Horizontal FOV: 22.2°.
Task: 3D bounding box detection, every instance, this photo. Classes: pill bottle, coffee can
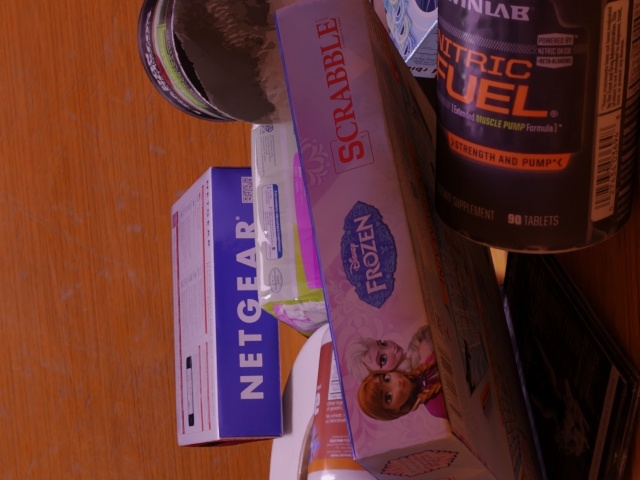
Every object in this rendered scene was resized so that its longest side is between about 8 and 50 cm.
[{"bbox_3d":[0.136,-0.126,1.012,0.130,0.130,0.245,-109,16,-62],"label":"pill bottle"},{"bbox_3d":[0.056,0.150,1.629,0.121,0.121,0.216,107,170,-71],"label":"pill bottle"},{"bbox_3d":[-0.083,-0.229,1.783,0.275,0.201,0.201,-161,66,-76],"label":"coffee can"}]

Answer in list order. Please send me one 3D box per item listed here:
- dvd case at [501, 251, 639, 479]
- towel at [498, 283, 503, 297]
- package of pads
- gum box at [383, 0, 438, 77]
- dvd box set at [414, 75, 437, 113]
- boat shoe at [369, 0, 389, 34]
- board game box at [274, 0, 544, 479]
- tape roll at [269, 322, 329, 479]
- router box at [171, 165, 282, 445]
[{"bbox_3d":[0.175,0.106,1.203,0.221,0.018,0.164,-114,25,-56],"label":"dvd case"},{"bbox_3d":[0.156,0.154,1.451,0.336,0.040,0.243,-164,70,-80],"label":"towel"},{"bbox_3d":[0.000,0.000,1.962,0.296,0.101,0.229,41,-137,-72],"label":"package of pads"},{"bbox_3d":[0.103,-0.247,1.332,0.184,0.041,0.157,130,137,-54],"label":"gum box"},{"bbox_3d":[0.082,-0.107,1.693,0.420,0.062,0.307,123,142,-78],"label":"dvd box set"},{"bbox_3d":[0.033,-0.156,1.533,0.078,0.070,0.219,172,94,-82],"label":"boat shoe"},{"bbox_3d":[0.071,0.037,1.130,0.318,0.066,0.318,49,-153,-60],"label":"board game box"},{"bbox_3d":[0.040,0.282,1.841,0.392,0.072,0.392,-175,90,-68],"label":"tape roll"},{"bbox_3d":[-0.125,0.095,2.094,0.301,0.082,0.335,152,117,-74],"label":"router box"}]
